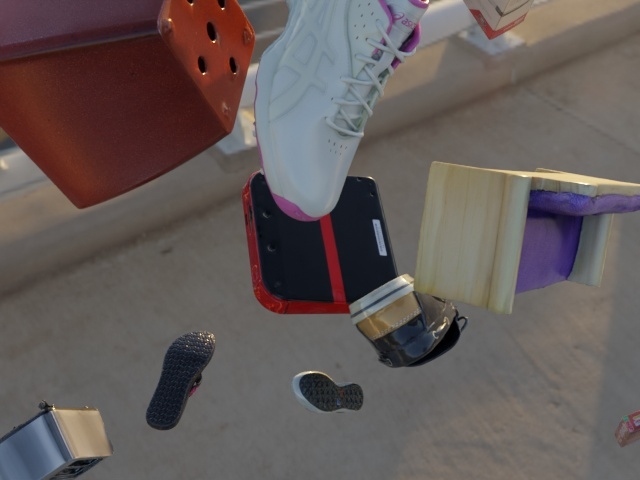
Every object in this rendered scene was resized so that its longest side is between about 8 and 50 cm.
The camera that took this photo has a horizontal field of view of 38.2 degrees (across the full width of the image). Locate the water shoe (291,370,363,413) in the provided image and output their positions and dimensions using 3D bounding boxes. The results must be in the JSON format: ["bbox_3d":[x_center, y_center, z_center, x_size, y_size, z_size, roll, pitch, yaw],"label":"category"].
[{"bbox_3d":[-0.003,0.288,1.695,0.080,0.203,0.073,-12,67,35],"label":"water shoe"}]

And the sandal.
[{"bbox_3d":[-0.209,0.209,1.376,0.067,0.040,0.179,11,50,13],"label":"sandal"}]

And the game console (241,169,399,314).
[{"bbox_3d":[0.000,0.000,2.139,0.342,0.060,0.386,3,54,-19],"label":"game console"}]

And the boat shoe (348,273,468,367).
[{"bbox_3d":[0.180,0.161,1.776,0.187,0.500,0.156,-33,80,10],"label":"boat shoe"}]

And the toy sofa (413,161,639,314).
[{"bbox_3d":[0.271,-0.006,1.104,0.177,0.150,0.362,13,9,31],"label":"toy sofa"}]

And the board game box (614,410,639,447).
[{"bbox_3d":[0.553,0.218,1.290,0.281,0.145,0.027,-23,65,4],"label":"board game box"}]

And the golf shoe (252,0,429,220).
[{"bbox_3d":[0.023,-0.168,0.843,0.140,0.306,0.115,5,-2,39],"label":"golf shoe"}]

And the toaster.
[{"bbox_3d":[-0.472,0.366,1.593,0.168,0.186,0.110,-35,72,7],"label":"toaster"}]

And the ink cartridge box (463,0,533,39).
[{"bbox_3d":[0.212,-0.317,1.107,0.056,0.135,0.099,-30,82,-6],"label":"ink cartridge box"}]

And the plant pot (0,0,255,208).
[{"bbox_3d":[-0.232,-0.232,1.120,0.236,0.267,0.267,-8,52,23],"label":"plant pot"}]
